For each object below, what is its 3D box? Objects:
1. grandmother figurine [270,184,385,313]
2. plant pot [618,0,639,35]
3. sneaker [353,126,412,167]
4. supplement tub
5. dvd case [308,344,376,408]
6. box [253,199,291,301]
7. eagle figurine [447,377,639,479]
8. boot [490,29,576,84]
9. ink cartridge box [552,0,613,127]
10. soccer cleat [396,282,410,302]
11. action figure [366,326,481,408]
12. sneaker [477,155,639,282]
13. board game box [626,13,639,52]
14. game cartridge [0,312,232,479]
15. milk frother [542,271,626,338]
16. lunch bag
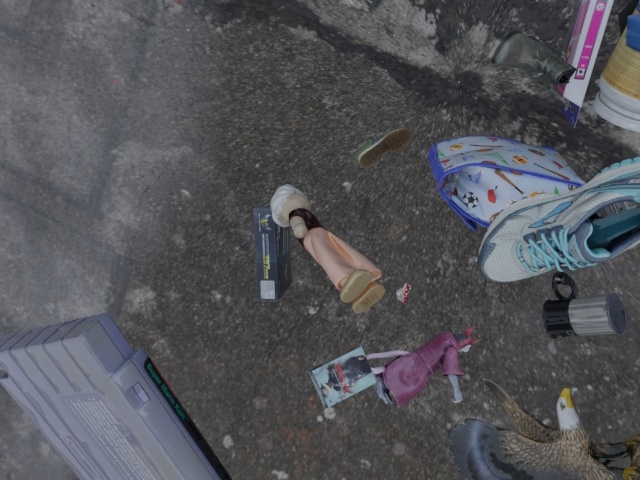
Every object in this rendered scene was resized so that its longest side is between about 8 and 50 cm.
[{"bbox_3d":[0.000,0.000,1.072,0.104,0.208,0.342,-36,53,-5],"label":"grandmother figurine"},{"bbox_3d":[0.955,-0.617,1.430,0.187,0.188,0.167,-16,74,-20],"label":"plant pot"},{"bbox_3d":[0.184,-0.299,1.594,0.192,0.086,0.064,-32,122,-7],"label":"sneaker"},{"bbox_3d":[0.558,-0.295,0.847,0.144,0.144,0.200,19,133,9],"label":"supplement tub"},{"bbox_3d":[0.045,0.275,1.038,0.119,0.013,0.087,-24,99,-8],"label":"dvd case"},{"bbox_3d":[-0.118,0.019,1.315,0.059,0.183,0.233,1,100,7],"label":"box"},{"bbox_3d":[0.407,0.362,0.899,0.298,0.225,0.226,-6,150,36],"label":"eagle figurine"},{"bbox_3d":[0.551,-0.454,1.300,0.161,0.246,0.084,46,133,24],"label":"boot"},{"bbox_3d":[0.717,-0.518,1.428,0.069,0.176,0.371,7,119,10],"label":"ink cartridge box"},{"bbox_3d":[0.228,0.143,1.426,0.035,0.029,0.083,26,149,23],"label":"soccer cleat"},{"bbox_3d":[0.336,0.375,1.654,0.370,0.248,0.276,-36,102,1],"label":"action figure"},{"bbox_3d":[0.333,-0.012,0.697,0.283,0.122,0.110,-35,101,36],"label":"sneaker"},{"bbox_3d":[0.474,-0.271,0.666,0.133,0.168,0.033,28,101,28],"label":"board game box"},{"bbox_3d":[-0.246,0.255,0.650,0.230,0.068,0.355,-16,112,28],"label":"game cartridge"},{"bbox_3d":[0.548,0.127,1.066,0.134,0.129,0.143,-17,73,47],"label":"milk frother"},{"bbox_3d":[0.509,-0.168,1.504,0.384,0.328,0.239,15,116,-1],"label":"lunch bag"}]
